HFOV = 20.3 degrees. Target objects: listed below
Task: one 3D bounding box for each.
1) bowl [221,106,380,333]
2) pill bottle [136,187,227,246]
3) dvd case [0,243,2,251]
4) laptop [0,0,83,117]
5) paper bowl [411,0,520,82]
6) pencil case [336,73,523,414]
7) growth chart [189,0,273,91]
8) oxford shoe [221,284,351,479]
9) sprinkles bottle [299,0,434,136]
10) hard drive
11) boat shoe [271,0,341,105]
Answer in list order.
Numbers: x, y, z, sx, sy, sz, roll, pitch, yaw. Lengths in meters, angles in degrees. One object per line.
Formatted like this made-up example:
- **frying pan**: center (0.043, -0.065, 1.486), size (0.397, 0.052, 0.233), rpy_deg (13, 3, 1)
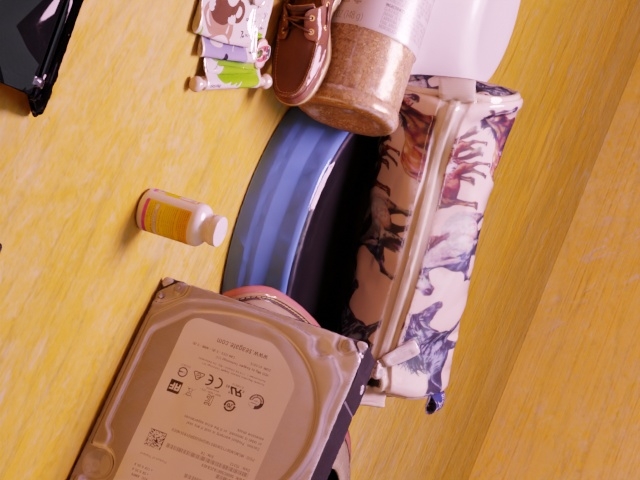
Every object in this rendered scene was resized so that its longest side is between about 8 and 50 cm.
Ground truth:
- **bowl**: center (0.000, 0.000, 2.156), size (0.391, 0.077, 0.391), rpy_deg (18, 90, -71)
- **pill bottle**: center (-0.134, -0.020, 1.736), size (0.043, 0.083, 0.043), rpy_deg (18, 90, -71)
- **dvd case**: center (-0.332, 0.093, 1.365), size (0.180, 0.022, 0.253), rpy_deg (47, 62, -69)
- **laptop**: center (-0.238, -0.234, 1.355), size (0.264, 0.136, 0.234), rpy_deg (174, -64, -82)
- **paper bowl**: center (0.154, -0.295, 2.224), size (0.284, 0.148, 0.284), rpy_deg (-54, 155, -41)
- **pencil case**: center (0.117, -0.007, 2.104), size (0.183, 0.160, 0.410), rpy_deg (-99, -159, -74)
- **growth chart**: center (-0.076, -0.255, 1.773), size (0.172, 0.021, 0.237), rpy_deg (-21, 129, -58)
- **oxford shoe**: center (-0.031, 0.195, 2.005), size (0.130, 0.123, 0.348), rpy_deg (-97, 166, -48)
- **sprinkles bottle**: center (0.078, -0.299, 1.998), size (0.121, 0.121, 0.355), rpy_deg (48, 57, -69)
- **hard drive**: center (-0.116, 0.223, 1.771), size (0.339, 0.237, 0.064), rpy_deg (-66, 160, -17)
- **boat shoe**: center (-0.020, -0.233, 1.915), size (0.060, 0.064, 0.178), rpy_deg (41, 61, -63)
